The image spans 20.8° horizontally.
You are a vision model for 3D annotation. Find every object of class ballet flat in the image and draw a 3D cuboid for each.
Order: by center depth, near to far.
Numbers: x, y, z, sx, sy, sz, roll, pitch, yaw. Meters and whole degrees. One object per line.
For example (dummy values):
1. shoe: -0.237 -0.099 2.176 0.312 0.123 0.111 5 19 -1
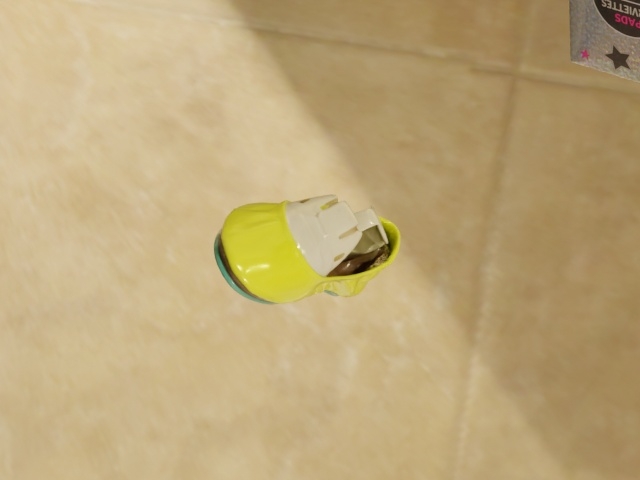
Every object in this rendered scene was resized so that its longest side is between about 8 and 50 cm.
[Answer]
1. ballet flat: 0.000 0.000 1.234 0.077 0.231 0.077 -29 78 17

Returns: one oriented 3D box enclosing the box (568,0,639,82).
1. box: 0.303 -0.174 1.133 0.163 0.247 0.142 -41 138 -36
